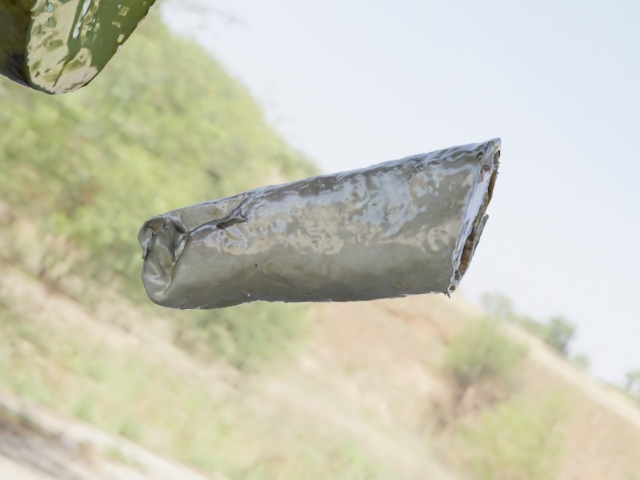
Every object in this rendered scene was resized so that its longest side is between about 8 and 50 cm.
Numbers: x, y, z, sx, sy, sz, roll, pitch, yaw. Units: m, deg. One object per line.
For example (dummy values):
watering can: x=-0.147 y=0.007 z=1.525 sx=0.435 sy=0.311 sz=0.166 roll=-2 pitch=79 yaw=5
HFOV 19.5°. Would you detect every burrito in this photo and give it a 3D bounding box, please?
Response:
burrito: x=0.000 y=0.000 z=1.065 sx=0.226 sy=0.087 sz=0.060 roll=-8 pitch=-9 yaw=22

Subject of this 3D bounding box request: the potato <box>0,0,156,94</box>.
potato: x=-0.118 y=-0.212 z=0.827 sx=0.176 sy=0.298 sz=0.141 roll=15 pitch=26 yaw=34
